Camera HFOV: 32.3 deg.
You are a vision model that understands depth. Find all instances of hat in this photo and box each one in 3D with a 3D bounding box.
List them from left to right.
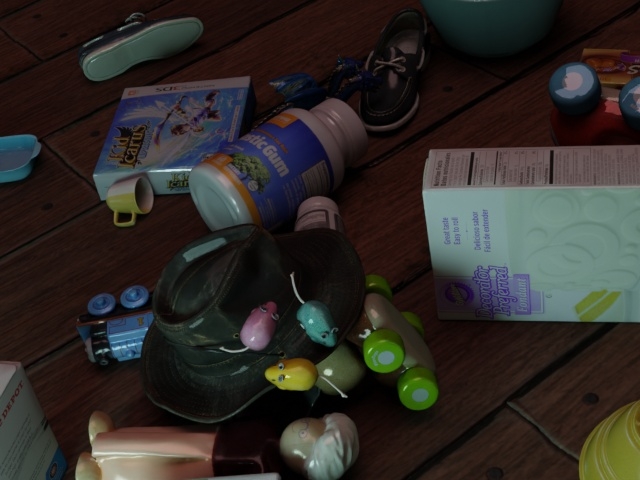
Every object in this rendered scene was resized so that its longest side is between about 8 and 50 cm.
[{"bbox_3d":[-0.117,0.063,1.409,0.331,0.134,0.331,-20,38,16],"label":"hat"}]

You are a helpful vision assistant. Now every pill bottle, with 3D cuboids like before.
[{"bbox_3d":[-0.059,-0.115,1.741,0.272,0.152,0.152,-35,45,-25],"label":"pill bottle"},{"bbox_3d":[0.000,0.000,1.648,0.078,0.078,0.137,-9,39,3],"label":"pill bottle"}]

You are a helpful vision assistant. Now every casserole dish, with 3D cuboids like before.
[{"bbox_3d":[-0.590,-0.140,1.990,0.188,0.037,0.114,-7,40,6],"label":"casserole dish"}]

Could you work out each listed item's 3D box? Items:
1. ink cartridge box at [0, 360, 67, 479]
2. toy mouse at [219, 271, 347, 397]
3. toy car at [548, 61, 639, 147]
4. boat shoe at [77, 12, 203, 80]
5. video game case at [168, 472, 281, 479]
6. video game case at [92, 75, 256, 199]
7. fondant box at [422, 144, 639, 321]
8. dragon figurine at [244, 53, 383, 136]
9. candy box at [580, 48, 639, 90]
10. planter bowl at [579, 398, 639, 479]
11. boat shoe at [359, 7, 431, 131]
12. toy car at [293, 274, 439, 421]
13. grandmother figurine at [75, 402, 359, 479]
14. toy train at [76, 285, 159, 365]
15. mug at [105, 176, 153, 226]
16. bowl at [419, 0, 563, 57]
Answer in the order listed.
[{"bbox_3d":[-0.396,0.263,1.332,0.085,0.203,0.148,2,41,16],"label":"ink cartridge box"},{"bbox_3d":[-0.035,0.105,1.312,0.161,0.031,0.143,9,77,-9],"label":"toy mouse"},{"bbox_3d":[0.411,-0.098,1.614,0.210,0.219,0.238,18,76,31],"label":"toy car"},{"bbox_3d":[-0.360,-0.398,2.201,0.254,0.095,0.079,-26,52,-3],"label":"boat shoe"},{"bbox_3d":[-0.138,0.370,1.230,0.193,0.023,0.212,-6,61,7],"label":"video game case"},{"bbox_3d":[-0.250,-0.184,1.941,0.244,0.061,0.270,-5,40,9],"label":"video game case"},{"bbox_3d":[0.311,-0.005,1.453,0.330,0.238,0.096,0,42,14],"label":"fondant box"},{"bbox_3d":[-0.037,-0.229,1.853,0.289,0.144,0.085,-11,35,-23],"label":"dragon figurine"},{"bbox_3d":[0.531,-0.273,1.865,0.186,0.053,0.109,5,42,21],"label":"candy box"},{"bbox_3d":[0.405,0.238,1.259,0.217,0.090,0.217,-7,40,6],"label":"planter bowl"},{"bbox_3d":[0.129,-0.308,1.972,0.114,0.091,0.303,0,41,14],"label":"boat shoe"},{"bbox_3d":[0.040,0.165,1.434,0.188,0.149,0.155,-34,27,15],"label":"toy car"},{"bbox_3d":[-0.121,0.264,1.351,0.342,0.104,0.208,-7,49,10],"label":"grandmother figurine"},{"bbox_3d":[-0.256,0.121,1.568,0.184,0.080,0.105,-11,45,0],"label":"toy train"},{"bbox_3d":[-0.321,-0.068,1.823,0.064,0.062,0.078,-5,33,21],"label":"mug"},{"bbox_3d":[0.320,-0.451,2.041,0.311,0.163,0.312,-7,39,6],"label":"bowl"}]
